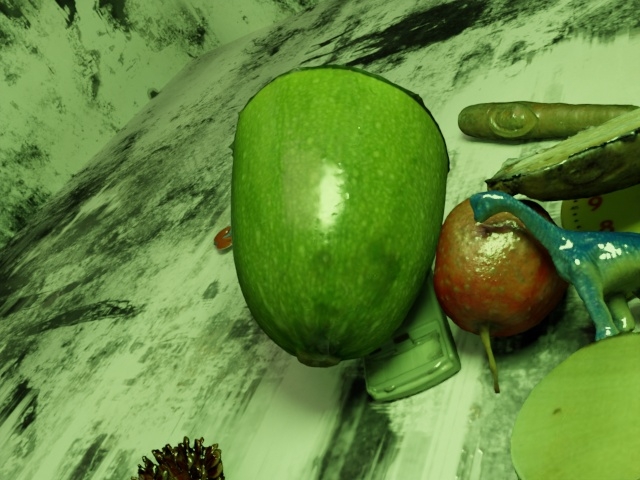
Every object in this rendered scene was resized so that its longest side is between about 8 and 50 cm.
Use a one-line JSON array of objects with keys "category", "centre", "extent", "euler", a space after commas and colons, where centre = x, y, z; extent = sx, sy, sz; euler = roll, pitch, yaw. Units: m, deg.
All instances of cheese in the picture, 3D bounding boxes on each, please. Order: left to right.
[{"category": "cheese", "centre": [-0.111, -0.059, 1.321], "extent": [0.256, 0.037, 0.106], "euler": [-34, 28, 0]}]

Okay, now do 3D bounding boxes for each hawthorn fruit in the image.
[{"category": "hawthorn fruit", "centre": [0.195, 0.051, 0.732], "extent": [0.163, 0.162, 0.203], "euler": [-2, 50, 43]}]

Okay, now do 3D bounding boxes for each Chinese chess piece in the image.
[{"category": "Chinese chess piece", "centre": [0.252, 0.164, 0.537], "extent": [0.188, 0.083, 0.188], "euler": [-40, 14, 12]}]

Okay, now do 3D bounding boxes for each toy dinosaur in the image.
[{"category": "toy dinosaur", "centre": [0.298, -0.007, 0.645], "extent": [0.248, 0.188, 0.075], "euler": [-23, -11, 6]}]

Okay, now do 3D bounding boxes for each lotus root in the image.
[{"category": "lotus root", "centre": [0.346, -0.098, 0.716], "extent": [0.330, 0.078, 0.167], "euler": [-22, 6, -6]}]

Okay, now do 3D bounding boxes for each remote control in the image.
[{"category": "remote control", "centre": [0.106, 0.094, 0.876], "extent": [0.123, 0.038, 0.285], "euler": [-28, 31, 13]}]

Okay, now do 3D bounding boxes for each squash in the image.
[{"category": "squash", "centre": [0.007, -0.010, 0.795], "extent": [0.310, 0.310, 0.308], "euler": [-19, 36, 24]}]

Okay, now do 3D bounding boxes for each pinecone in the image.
[{"category": "pinecone", "centre": [-0.170, 0.292, 0.782], "extent": [0.110, 0.102, 0.102], "euler": [-9, 22, -21]}]

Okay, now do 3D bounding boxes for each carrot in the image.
[{"category": "carrot", "centre": [0.359, -0.191, 1.028], "extent": [0.342, 0.070, 0.070], "euler": [12, 52, 50]}]

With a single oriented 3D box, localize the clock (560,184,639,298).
[{"category": "clock", "centre": [0.421, -0.057, 0.752], "extent": [0.277, 0.071, 0.293], "euler": [-16, 33, 27]}]
